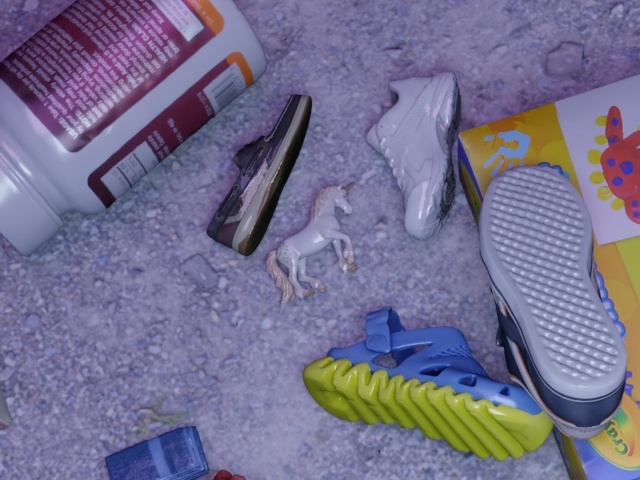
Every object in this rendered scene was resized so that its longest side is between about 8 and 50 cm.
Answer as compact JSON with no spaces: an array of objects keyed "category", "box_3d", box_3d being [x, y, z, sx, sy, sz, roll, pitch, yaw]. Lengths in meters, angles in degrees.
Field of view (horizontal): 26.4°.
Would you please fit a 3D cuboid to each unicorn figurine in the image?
[{"category":"unicorn figurine","box_3d":[0.000,0.000,1.694,0.162,0.060,0.111,-30,71,-4]}]

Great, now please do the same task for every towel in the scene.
[{"category":"towel","box_3d":[-0.198,0.270,1.642,0.120,0.029,0.067,-21,69,0]}]

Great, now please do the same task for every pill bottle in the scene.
[{"category":"pill bottle","box_3d":[-0.280,-0.175,1.704,0.392,0.224,0.224,-41,71,-8]}]

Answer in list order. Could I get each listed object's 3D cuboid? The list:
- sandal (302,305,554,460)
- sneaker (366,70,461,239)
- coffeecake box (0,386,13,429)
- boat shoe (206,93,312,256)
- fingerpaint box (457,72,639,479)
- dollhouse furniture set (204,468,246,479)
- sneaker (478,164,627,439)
[{"category":"sandal","box_3d":[0.130,0.153,1.560,0.317,0.126,0.138,14,58,36]},{"category":"sneaker","box_3d":[0.113,-0.105,1.713,0.115,0.090,0.232,1,62,14]},{"category":"coffeecake box","box_3d":[-0.495,0.194,1.684,0.186,0.068,0.142,-22,70,-1]},{"category":"boat shoe","box_3d":[-0.078,-0.092,1.726,0.073,0.080,0.223,21,79,8]},{"category":"fingerpaint box","box_3d":[0.402,0.039,1.575,0.371,0.163,0.444,-19,71,0]},{"category":"dollhouse furniture set","box_3d":[-0.001,0.390,1.485,0.374,0.201,0.152,24,76,14]},{"category":"sneaker","box_3d":[0.239,0.065,1.447,0.126,0.127,0.321,-7,47,1]}]
